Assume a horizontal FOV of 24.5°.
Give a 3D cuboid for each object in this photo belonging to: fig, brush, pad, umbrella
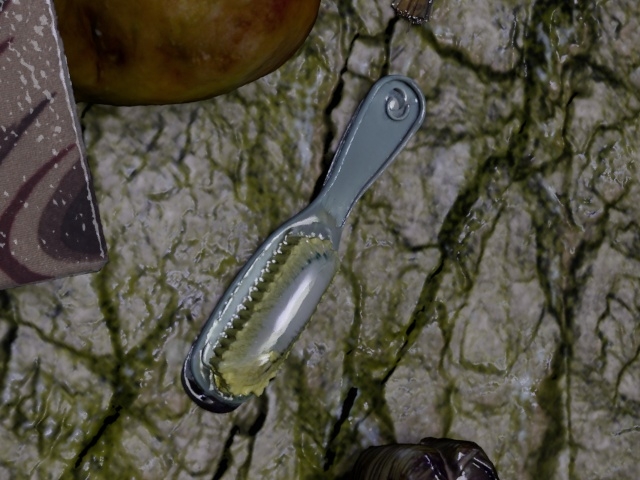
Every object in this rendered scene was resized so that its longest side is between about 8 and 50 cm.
[{"bbox_3d":[-0.141,-0.144,0.951,0.290,0.190,0.191,-28,106,-8],"label":"fig"},{"bbox_3d":[0.000,0.000,1.088,0.068,0.060,0.297,36,78,-22],"label":"brush"},{"bbox_3d":[-0.310,-0.053,0.893,0.330,0.004,0.220,-12,100,-5],"label":"pad"},{"bbox_3d":[0.080,-0.197,1.138,0.031,0.020,0.083,20,83,13],"label":"umbrella"}]

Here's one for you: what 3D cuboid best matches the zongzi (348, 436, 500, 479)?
[{"bbox_3d":[0.009,0.314,1.075,0.317,0.154,0.289,-17,94,-19],"label":"zongzi"}]
